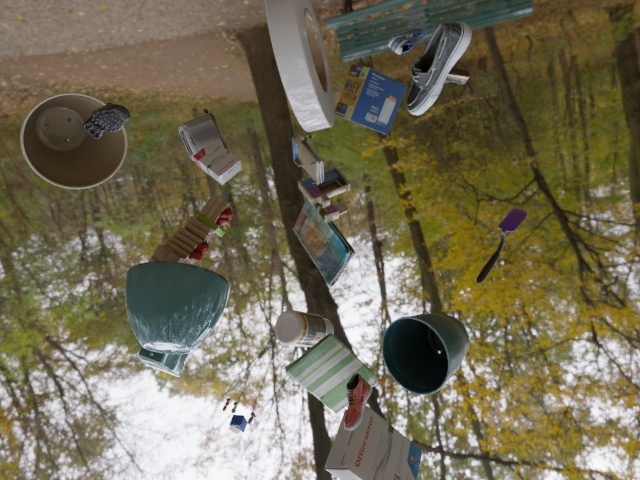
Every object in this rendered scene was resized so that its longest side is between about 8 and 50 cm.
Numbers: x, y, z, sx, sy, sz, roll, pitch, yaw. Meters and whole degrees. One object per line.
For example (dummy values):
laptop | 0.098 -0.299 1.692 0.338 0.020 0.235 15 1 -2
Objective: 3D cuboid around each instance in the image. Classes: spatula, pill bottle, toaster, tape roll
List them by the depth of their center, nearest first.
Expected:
tape roll | -0.043 -0.480 1.158 0.072 0.392 0.392 -11 -167 13
spatula | 0.617 0.020 1.542 0.030 0.297 0.084 25 -177 -23
toaster | -0.505 -0.441 1.909 0.146 0.227 0.129 -27 -165 -23
pill bottle | -0.069 0.419 2.099 0.162 0.162 0.278 -1 165 38

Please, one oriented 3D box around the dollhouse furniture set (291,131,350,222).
dollhouse furniture set | 0.034 -0.299 1.909 0.198 0.303 0.286 -24 -127 -17

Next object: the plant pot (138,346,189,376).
plant pot | -0.703 0.491 1.994 0.165 0.166 0.234 18 159 7

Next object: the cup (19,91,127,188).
cup | -0.903 -0.378 1.606 0.331 0.331 0.237 -20 -145 -34

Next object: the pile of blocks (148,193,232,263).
pile of blocks | -0.397 0.004 1.464 0.112 0.149 0.362 32 -124 9

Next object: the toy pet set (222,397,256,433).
toy pet set | -0.296 0.633 1.626 0.065 0.122 0.114 -54 -171 33

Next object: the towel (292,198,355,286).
towel | 0.000 0.000 2.073 0.040 0.370 0.271 -15 148 -36

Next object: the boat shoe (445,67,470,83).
boat shoe | 0.457 -0.591 1.605 0.152 0.049 0.056 14 -128 4

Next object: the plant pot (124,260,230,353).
plant pot | -0.410 0.205 1.250 0.290 0.196 0.290 1 152 1

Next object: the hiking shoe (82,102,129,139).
hiking shoe | -0.661 -0.398 1.402 0.226 0.086 0.114 -5 -128 39

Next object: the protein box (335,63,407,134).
protein box | 0.197 -0.557 1.768 0.199 0.201 0.136 11 -161 -33

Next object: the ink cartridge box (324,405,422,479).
ink cartridge box | 0.191 0.759 1.549 0.129 0.307 0.223 -29 -156 44

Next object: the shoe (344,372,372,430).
shoe | 0.109 0.531 1.482 0.063 0.081 0.178 -15 -150 42

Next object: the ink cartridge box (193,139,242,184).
ink cartridge box | -0.392 -0.298 1.712 0.150 0.063 0.109 38 -113 18

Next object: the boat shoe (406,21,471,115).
boat shoe | 0.347 -0.560 1.452 0.119 0.335 0.121 3 -128 -20

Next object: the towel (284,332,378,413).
towel | 0.050 0.526 1.753 0.248 0.325 0.038 -39 -156 10

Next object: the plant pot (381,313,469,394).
plant pot | 0.409 0.388 1.633 0.271 0.272 0.255 2 -174 44

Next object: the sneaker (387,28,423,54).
sneaker | 0.289 -0.647 1.465 0.144 0.059 0.053 -31 163 -22
